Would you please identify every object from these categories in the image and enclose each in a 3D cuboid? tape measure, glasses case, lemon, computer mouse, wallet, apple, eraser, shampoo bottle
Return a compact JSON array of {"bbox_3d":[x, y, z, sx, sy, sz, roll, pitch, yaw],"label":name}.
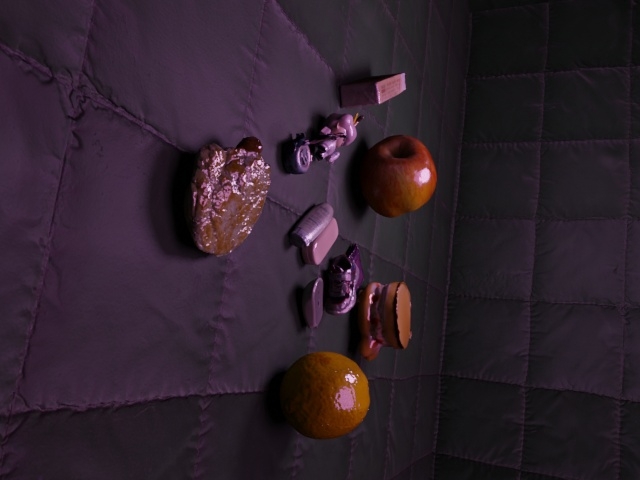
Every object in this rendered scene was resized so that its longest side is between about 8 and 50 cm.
[{"bbox_3d":[-0.012,-0.244,1.544,0.104,0.180,0.107,-72,155,-65],"label":"tape measure"},{"bbox_3d":[0.000,0.000,1.725,0.196,0.050,0.083,-54,141,-50],"label":"glasses case"},{"bbox_3d":[0.013,0.438,1.564,0.267,0.268,0.266,3,90,-65],"label":"lemon"},{"bbox_3d":[-0.027,0.193,1.681,0.089,0.056,0.181,-47,142,-52],"label":"computer mouse"},{"bbox_3d":[0.124,0.107,2.026,0.111,0.030,0.165,-61,145,-46],"label":"wallet"},{"bbox_3d":[0.285,-0.225,2.053,0.302,0.302,0.301,3,90,-65],"label":"apple"},{"bbox_3d":[0.197,-0.547,1.987,0.343,0.144,0.078,-44,129,-57],"label":"eraser"},{"bbox_3d":[-0.024,-0.049,1.660,0.072,0.049,0.212,46,39,-2],"label":"shampoo bottle"}]

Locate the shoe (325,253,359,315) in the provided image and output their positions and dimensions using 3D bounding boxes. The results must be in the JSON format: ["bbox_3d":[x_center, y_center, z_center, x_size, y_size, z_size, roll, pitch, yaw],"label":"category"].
[{"bbox_3d":[0.069,0.134,1.822,0.125,0.100,0.227,76,23,-48],"label":"shoe"}]

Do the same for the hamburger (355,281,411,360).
[{"bbox_3d":[0.237,0.307,2.108,0.261,0.187,0.302,43,44,-60],"label":"hamburger"}]

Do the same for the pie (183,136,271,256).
[{"bbox_3d":[-0.203,-0.091,1.220,0.274,0.106,0.256,-32,130,-60],"label":"pie"}]

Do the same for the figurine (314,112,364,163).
[{"bbox_3d":[0.046,-0.330,1.730,0.229,0.112,0.137,-54,167,-40],"label":"figurine"}]
